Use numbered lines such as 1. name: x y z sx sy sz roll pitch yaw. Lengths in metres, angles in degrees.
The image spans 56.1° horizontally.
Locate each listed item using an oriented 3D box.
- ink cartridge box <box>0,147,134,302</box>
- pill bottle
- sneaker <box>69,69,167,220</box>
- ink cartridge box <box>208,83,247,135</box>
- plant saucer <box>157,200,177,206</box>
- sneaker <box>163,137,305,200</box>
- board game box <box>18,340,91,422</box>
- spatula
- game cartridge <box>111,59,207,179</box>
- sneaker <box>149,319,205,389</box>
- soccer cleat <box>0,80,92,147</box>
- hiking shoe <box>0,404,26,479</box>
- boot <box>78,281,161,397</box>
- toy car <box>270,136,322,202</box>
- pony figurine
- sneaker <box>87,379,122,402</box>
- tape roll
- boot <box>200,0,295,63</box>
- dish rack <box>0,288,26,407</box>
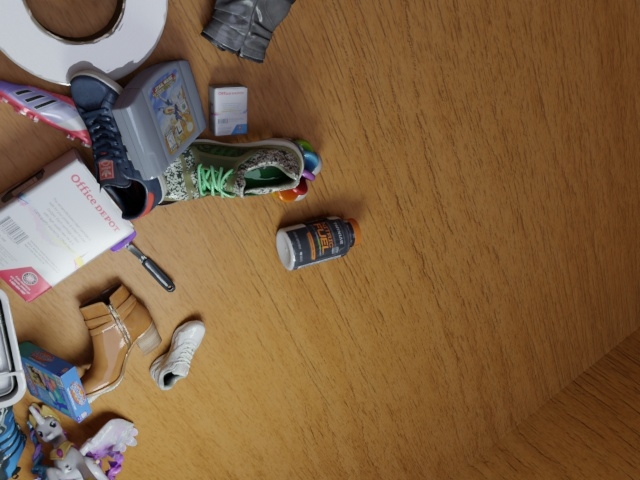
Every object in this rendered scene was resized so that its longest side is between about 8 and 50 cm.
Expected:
1. ink cartridge box: -0.637 -0.037 1.419 0.306 0.131 0.226 -36 124 -10
2. pill bottle: 0.000 0.000 1.810 0.245 0.130 0.131 -15 121 -24
3. sneaker: -0.460 -0.197 1.333 0.131 0.148 0.350 -8 126 23
4. ink cartridge box: -0.238 -0.338 1.544 0.088 0.052 0.123 -9 120 -26
5. plant saucer: -0.409 -0.185 1.535 0.198 0.036 0.199 -14 121 -24
6. sneaker: -0.231 -0.163 1.483 0.409 0.182 0.158 -10 116 -6
7. board game box: -0.694 0.363 1.552 0.047 0.210 0.160 -40 136 -45
8. spatula: -0.485 0.042 1.613 0.084 0.030 0.296 -41 127 -6
9. game cartridge: -0.358 -0.294 1.375 0.062 0.297 0.198 3 126 16
10. sneaker: -0.404 0.345 1.764 0.090 0.115 0.232 29 98 -37
11. soccer cleat: -0.601 -0.299 1.345 0.248 0.083 0.095 30 82 -38
12. hiking shoe: -0.861 0.519 1.619 0.132 0.113 0.304 -5 114 -62
13. boot: -0.583 0.268 1.610 0.283 0.109 0.220 -37 122 -21
14. toy car: -0.071 -0.188 1.665 0.159 0.136 0.182 24 101 -36
15. pony figurine: -0.656 0.628 1.665 0.302 0.363 0.351 -39 144 -16
16. sneaker: -0.628 0.396 1.696 0.162 0.063 0.073 -36 124 -10
17. tape roll: -0.521 -0.526 1.270 0.391 0.072 0.392 -13 120 -24
18. boot: -0.224 -0.567 1.399 0.338 0.118 0.223 25 106 -32
19. dish rack: -0.888 0.268 1.452 0.285 0.072 0.333 -10 111 -25
